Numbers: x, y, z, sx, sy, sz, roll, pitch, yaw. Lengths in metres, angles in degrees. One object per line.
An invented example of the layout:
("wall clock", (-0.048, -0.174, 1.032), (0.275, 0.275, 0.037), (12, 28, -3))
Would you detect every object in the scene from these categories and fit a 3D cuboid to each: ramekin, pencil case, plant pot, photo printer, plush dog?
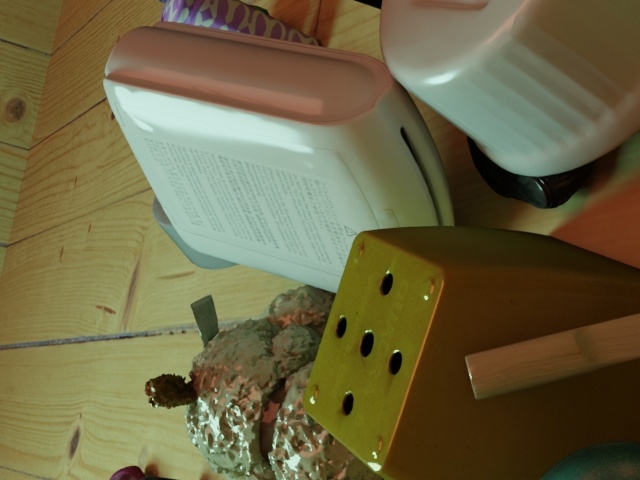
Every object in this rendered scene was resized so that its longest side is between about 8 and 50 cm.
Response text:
("ramekin", (0.169, -0.201, 0.934), (0.277, 0.135, 0.277), (-40, 36, 38))
("pencil case", (-0.102, -0.250, 1.494), (0.088, 0.206, 0.086), (-64, 20, 9))
("plant pot", (0.112, 0.093, 0.878), (0.212, 0.187, 0.212), (28, 101, 65))
("photo printer", (-0.025, -0.066, 1.096), (0.308, 0.256, 0.107), (15, 55, 33))
("plush dog", (-0.021, 0.165, 1.143), (0.225, 0.211, 0.262), (8, 83, 41))

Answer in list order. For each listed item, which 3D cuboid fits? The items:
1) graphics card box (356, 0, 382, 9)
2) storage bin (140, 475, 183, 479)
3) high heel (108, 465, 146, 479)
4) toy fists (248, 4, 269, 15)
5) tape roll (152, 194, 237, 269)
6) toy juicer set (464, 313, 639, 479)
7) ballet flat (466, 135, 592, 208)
("graphics card box", (-0.004, -0.302, 1.123), (0.094, 0.371, 0.233), (-65, 26, 21))
("storage bin", (-0.184, 0.361, 1.457), (0.091, 0.098, 0.135), (4, 80, 54))
("high heel", (-0.278, 0.432, 1.651), (0.117, 0.082, 0.244), (-29, -58, -81))
("toy fists", (-0.131, -0.184, 1.643), (0.279, 0.096, 0.142), (-61, 29, 24))
("tape roll", (-0.083, -0.068, 1.380), (0.219, 0.072, 0.219), (-27, 30, 17))
("toy juicer set", (0.153, 0.184, 0.751), (0.089, 0.209, 0.329), (64, -147, -69))
("ballet flat", (0.171, -0.065, 1.028), (0.057, 0.049, 0.173), (68, 169, -24))
